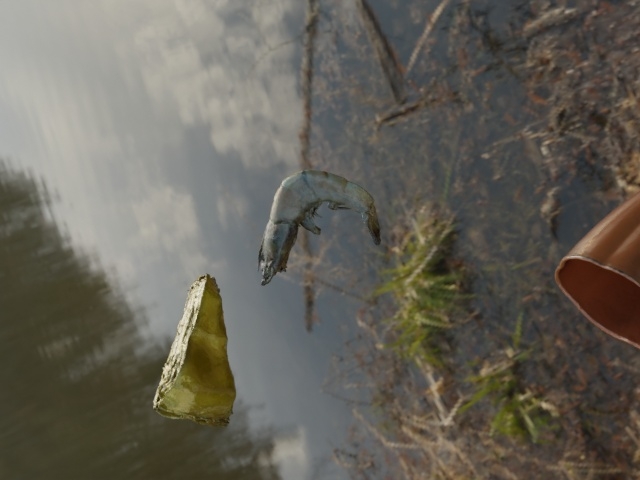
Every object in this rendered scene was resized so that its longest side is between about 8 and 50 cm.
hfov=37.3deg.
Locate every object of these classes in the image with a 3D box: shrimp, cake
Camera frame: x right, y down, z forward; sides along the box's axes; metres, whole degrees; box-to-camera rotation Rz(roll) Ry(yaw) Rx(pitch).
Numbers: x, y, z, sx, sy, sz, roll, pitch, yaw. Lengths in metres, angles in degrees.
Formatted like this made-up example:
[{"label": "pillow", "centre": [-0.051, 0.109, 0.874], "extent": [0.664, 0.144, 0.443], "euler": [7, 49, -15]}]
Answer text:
[{"label": "shrimp", "centre": [0.000, -0.002, 1.217], "extent": [0.035, 0.148, 0.195], "euler": [-95, 21, -52]}, {"label": "cake", "centre": [-0.130, 0.141, 1.179], "extent": [0.116, 0.184, 0.080], "euler": [30, 144, -19]}]

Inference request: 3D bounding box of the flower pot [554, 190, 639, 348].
[{"label": "flower pot", "centre": [0.434, 0.028, 1.239], "extent": [0.191, 0.173, 0.190], "euler": [40, 166, 12]}]
